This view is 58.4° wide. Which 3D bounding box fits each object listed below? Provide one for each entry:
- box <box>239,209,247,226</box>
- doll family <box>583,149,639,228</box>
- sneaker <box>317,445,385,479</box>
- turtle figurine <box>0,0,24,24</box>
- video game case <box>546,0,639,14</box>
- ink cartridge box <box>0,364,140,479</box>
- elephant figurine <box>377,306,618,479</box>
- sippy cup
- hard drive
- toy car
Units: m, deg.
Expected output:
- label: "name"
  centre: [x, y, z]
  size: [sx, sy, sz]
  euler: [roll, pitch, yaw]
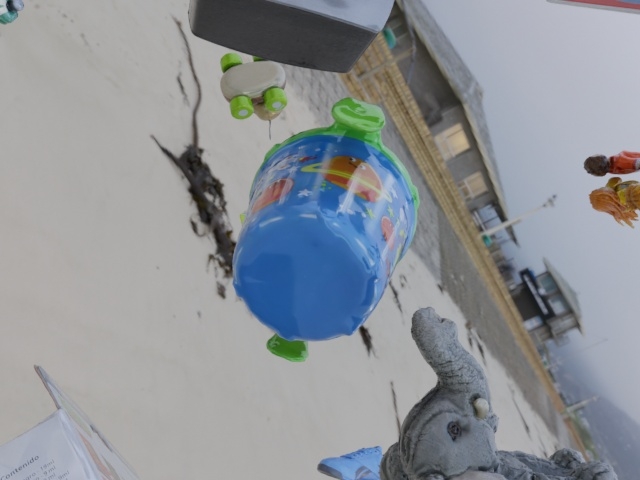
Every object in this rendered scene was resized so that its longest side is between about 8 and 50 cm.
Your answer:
- label: "box"
  centre: [-0.112, 0.020, 1.282]
  size: [0.042, 0.109, 0.178]
  euler: [-55, 142, -62]
- label: "doll family"
  centre: [0.482, -0.078, 0.803]
  size: [0.263, 0.163, 0.118]
  euler: [-171, -107, -79]
- label: "sneaker"
  centre: [0.074, 0.440, 1.134]
  size: [0.209, 0.069, 0.082]
  euler: [30, 70, -40]
- label: "turtle figurine"
  centre: [-0.258, -0.268, 0.507]
  size: [0.118, 0.234, 0.175]
  euler: [103, -13, -51]
- label: "video game case"
  centre: [0.450, -0.468, 0.788]
  size: [0.025, 0.285, 0.204]
  euler: [-14, 33, -43]
- label: "ink cartridge box"
  centre: [-0.236, 0.319, 0.582]
  size: [0.272, 0.130, 0.309]
  euler: [43, -26, 34]
- label: "elephant figurine"
  centre: [0.131, 0.214, 0.524]
  size: [0.239, 0.169, 0.186]
  euler: [31, 47, -9]
- label: "sippy cup"
  centre: [0.000, 0.000, 0.702]
  size: [0.224, 0.240, 0.305]
  euler: [-68, 140, -63]
- label: "hard drive"
  centre: [-0.048, -0.300, 0.774]
  size: [0.172, 0.254, 0.054]
  euler: [151, -53, -70]
- label: "toy car"
  centre: [-0.146, -0.326, 1.339]
  size: [0.188, 0.149, 0.155]
  euler: [82, -6, -66]
